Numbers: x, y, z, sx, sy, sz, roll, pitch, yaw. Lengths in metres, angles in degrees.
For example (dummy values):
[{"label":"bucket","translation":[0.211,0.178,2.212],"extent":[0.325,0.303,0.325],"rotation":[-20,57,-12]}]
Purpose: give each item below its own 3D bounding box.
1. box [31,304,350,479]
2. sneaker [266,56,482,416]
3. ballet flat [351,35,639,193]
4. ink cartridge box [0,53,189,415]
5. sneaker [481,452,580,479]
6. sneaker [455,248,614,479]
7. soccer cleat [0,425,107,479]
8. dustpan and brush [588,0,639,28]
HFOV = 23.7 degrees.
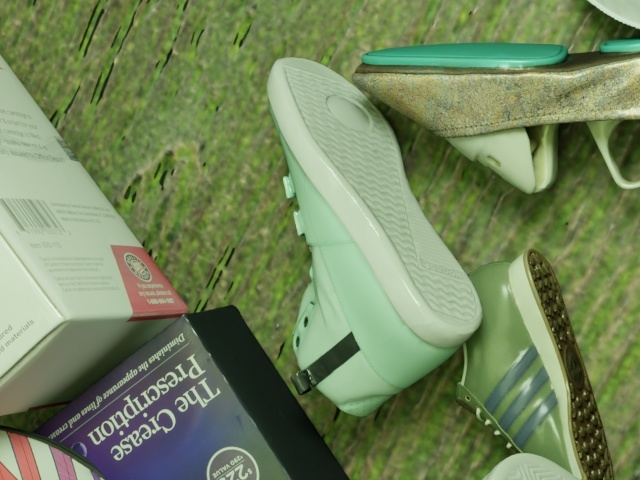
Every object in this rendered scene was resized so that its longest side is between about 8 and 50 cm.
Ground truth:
[{"label":"box","translation":[-0.128,0.198,1.127],"extent":[0.261,0.103,0.184],"rotation":[-38,81,16]},{"label":"sneaker","translation":[0.000,0.000,1.082],"extent":[0.151,0.094,0.256],"rotation":[-48,57,38]},{"label":"ballet flat","translation":[0.173,-0.085,1.013],"extent":[0.316,0.107,0.106],"rotation":[-2,101,21]},{"label":"ink cartridge box","translation":[-0.252,-0.020,1.111],"extent":[0.117,0.207,0.283],"rotation":[-41,77,14]},{"label":"sneaker","translation":[0.182,0.273,1.023],"extent":[0.292,0.108,0.169],"rotation":[41,135,-5]},{"label":"sneaker","translation":[0.137,0.108,1.051],"extent":[0.086,0.064,0.192],"rotation":[-18,84,27]},{"label":"soccer cleat","translation":[-0.167,0.221,1.024],"extent":[0.318,0.116,0.108],"rotation":[30,101,17]},{"label":"dustpan and brush","translation":[0.261,-0.159,0.947],"extent":[0.147,0.211,0.060],"rotation":[-31,121,-2]}]
